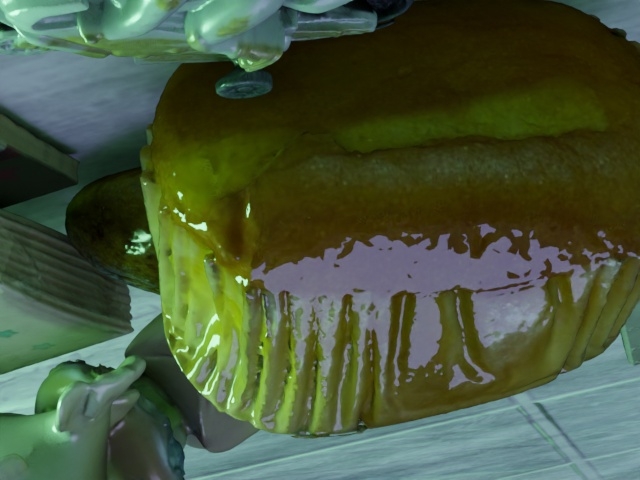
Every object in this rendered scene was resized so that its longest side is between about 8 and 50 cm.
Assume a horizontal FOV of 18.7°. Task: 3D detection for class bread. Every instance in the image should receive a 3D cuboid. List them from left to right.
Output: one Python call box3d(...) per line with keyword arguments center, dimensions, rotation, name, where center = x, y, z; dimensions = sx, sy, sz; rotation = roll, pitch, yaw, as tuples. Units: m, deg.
box3d(center=(0.049, -0.025, 1.031), dimensions=(0.288, 0.204, 0.156), rotation=(-6, 146, -8), name="bread")

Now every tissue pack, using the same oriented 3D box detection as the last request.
box3d(center=(-0.301, 0.063, 1.255), dimensions=(0.325, 0.071, 0.170), rotation=(-18, 159, 20), name="tissue pack")

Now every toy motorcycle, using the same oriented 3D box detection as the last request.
box3d(center=(-0.066, -0.121, 0.906), dimensions=(0.228, 0.074, 0.151), rotation=(-2, 168, 3), name="toy motorcycle")

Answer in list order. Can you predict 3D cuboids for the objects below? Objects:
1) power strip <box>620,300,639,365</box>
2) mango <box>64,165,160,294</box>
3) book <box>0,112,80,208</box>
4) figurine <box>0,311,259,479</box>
box3d(center=(0.299, 0.043, 1.648), dimensions=(0.106, 0.043, 0.367), rotation=(-12, 161, 8), name="power strip")
box3d(center=(0.000, 0.000, 1.212), dimensions=(0.316, 0.146, 0.193), rotation=(10, 166, -9), name="mango")
box3d(center=(-0.281, -0.050, 1.073), dimensions=(0.201, 0.026, 0.289), rotation=(-14, 162, 18), name="book")
box3d(center=(-0.136, 0.132, 1.327), dimensions=(0.394, 0.226, 0.274), rotation=(-35, 167, -34), name="figurine")
